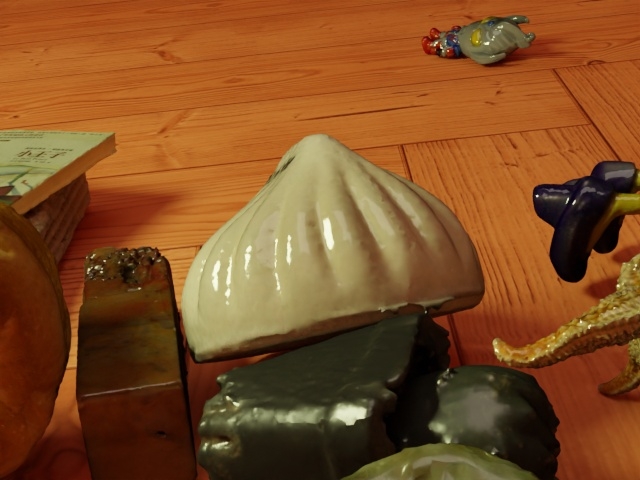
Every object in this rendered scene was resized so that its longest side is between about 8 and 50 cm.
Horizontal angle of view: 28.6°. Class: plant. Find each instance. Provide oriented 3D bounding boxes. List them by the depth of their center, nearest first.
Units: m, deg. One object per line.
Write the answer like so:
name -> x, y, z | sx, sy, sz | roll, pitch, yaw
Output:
plant -> 0.043, 0.140, 0.892 | 0.256, 0.142, 0.164 | -1, 23, 18

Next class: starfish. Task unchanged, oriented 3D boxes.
starfish -> 0.292, 0.025, 0.922 | 0.301, 0.293, 0.084 | -37, 66, 11

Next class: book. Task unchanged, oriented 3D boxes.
book -> -0.379, -0.063, 1.388 | 0.201, 0.026, 0.289 | 3, 26, 21

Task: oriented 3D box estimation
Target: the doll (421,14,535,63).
doll -> 0.246, -0.310, 1.927 | 0.194, 0.062, 0.104 | 6, 26, 41

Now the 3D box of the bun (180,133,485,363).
bun -> 0.000, 0.000, 1.060 | 0.263, 0.175, 0.263 | -12, -7, -2

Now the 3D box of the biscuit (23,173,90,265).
biscuit -> -0.350, 0.015, 1.336 | 0.144, 0.079, 0.426 | -3, 25, 5

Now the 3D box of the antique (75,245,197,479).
antique -> -0.164, 0.095, 1.098 | 0.087, 0.093, 0.310 | -9, 24, -6

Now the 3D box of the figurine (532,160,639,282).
figurine -> 0.406, -0.029, 1.115 | 0.420, 0.193, 0.154 | 10, 25, 23

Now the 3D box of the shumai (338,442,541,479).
shumai -> 0.054, 0.254, 0.681 | 0.272, 0.204, 0.222 | -36, 59, -4

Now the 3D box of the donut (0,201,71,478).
donut -> -0.356, 0.077, 0.974 | 0.317, 0.299, 0.150 | 26, 11, -7
